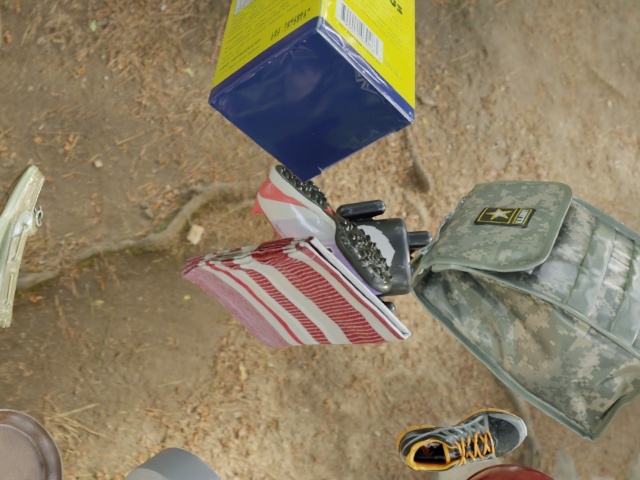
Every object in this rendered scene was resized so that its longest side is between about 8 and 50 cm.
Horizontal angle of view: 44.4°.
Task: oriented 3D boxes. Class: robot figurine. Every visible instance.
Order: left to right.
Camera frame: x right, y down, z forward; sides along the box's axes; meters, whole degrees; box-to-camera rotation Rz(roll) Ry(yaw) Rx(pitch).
[{"bbox_3d":[0.105,0.041,1.693,0.209,0.278,0.173,-90,172,-46],"label":"robot figurine"}]

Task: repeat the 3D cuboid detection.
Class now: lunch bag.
[{"bbox_3d":[0.265,0.050,0.945,0.287,0.169,0.235,34,39,7],"label":"lunch bag"}]

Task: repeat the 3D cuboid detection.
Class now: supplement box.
[{"bbox_3d":[0.001,-0.298,1.105,0.195,0.194,0.356,37,42,-34],"label":"supplement box"}]

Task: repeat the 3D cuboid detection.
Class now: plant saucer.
[{"bbox_3d":[-0.425,0.312,1.052,0.168,0.029,0.168,35,40,-37],"label":"plant saucer"}]

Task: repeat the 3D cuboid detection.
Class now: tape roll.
[{"bbox_3d":[-0.234,0.463,1.321,0.072,0.219,0.219,-28,101,-46],"label":"tape roll"}]

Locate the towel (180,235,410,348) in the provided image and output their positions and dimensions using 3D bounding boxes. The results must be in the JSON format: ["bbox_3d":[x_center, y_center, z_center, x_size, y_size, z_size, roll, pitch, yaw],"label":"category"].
[{"bbox_3d":[-0.049,0.094,1.215,0.237,0.329,0.037,44,58,-26],"label":"towel"}]

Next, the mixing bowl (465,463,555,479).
[{"bbox_3d":[0.195,0.339,0.865,0.098,0.181,0.181,22,70,-51],"label":"mixing bowl"}]

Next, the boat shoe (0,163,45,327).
[{"bbox_3d":[-0.287,0.004,0.734,0.048,0.056,0.153,23,81,-26],"label":"boat shoe"}]

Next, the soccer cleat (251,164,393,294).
[{"bbox_3d":[0.000,0.000,1.415,0.318,0.116,0.108,46,23,21],"label":"soccer cleat"}]

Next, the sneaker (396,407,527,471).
[{"bbox_3d":[0.230,0.335,1.276,0.083,0.215,0.084,-36,110,-82],"label":"sneaker"}]
